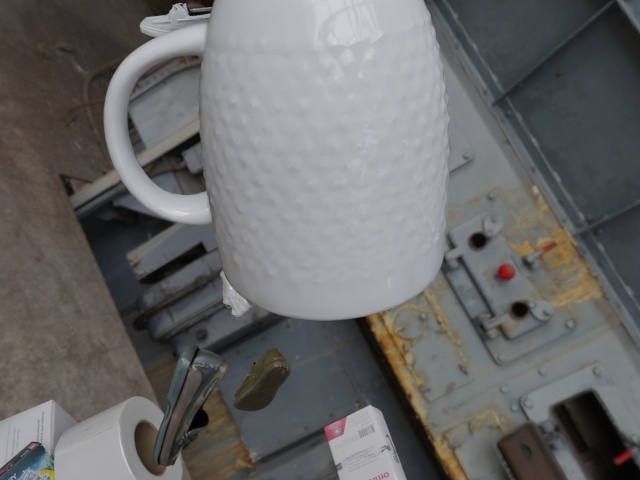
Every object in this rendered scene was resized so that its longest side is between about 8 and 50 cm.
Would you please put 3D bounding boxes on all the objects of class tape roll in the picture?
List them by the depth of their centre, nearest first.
[{"bbox_3d":[-0.451,0.501,1.291,0.246,0.169,0.246,61,7,-13],"label":"tape roll"}]

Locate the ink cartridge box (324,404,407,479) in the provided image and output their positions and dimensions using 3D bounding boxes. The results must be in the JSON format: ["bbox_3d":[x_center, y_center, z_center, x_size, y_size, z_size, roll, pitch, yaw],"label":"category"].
[{"bbox_3d":[0.123,0.591,1.558,0.092,0.159,0.217,44,21,-50],"label":"ink cartridge box"}]

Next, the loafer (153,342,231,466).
[{"bbox_3d":[-0.220,0.294,0.960,0.084,0.267,0.096,18,29,-4],"label":"loafer"}]

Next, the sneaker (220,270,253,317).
[{"bbox_3d":[-0.227,0.133,1.444,0.054,0.061,0.152,38,9,-48],"label":"sneaker"}]

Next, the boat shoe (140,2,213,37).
[{"bbox_3d":[-0.274,-0.451,1.159,0.066,0.184,0.063,-94,-173,-48],"label":"boat shoe"}]

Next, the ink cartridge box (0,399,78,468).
[{"bbox_3d":[-0.775,0.602,1.406,0.166,0.395,0.285,-117,-174,-47],"label":"ink cartridge box"}]

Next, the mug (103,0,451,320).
[{"bbox_3d":[-0.044,-0.121,0.624,0.276,0.375,0.327,-96,-178,-58],"label":"mug"}]

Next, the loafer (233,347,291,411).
[{"bbox_3d":[-0.095,0.229,0.929,0.056,0.148,0.050,24,35,-27],"label":"loafer"}]

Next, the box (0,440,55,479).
[{"bbox_3d":[-0.644,0.562,1.182,0.233,0.044,0.159,-44,113,-46],"label":"box"}]
